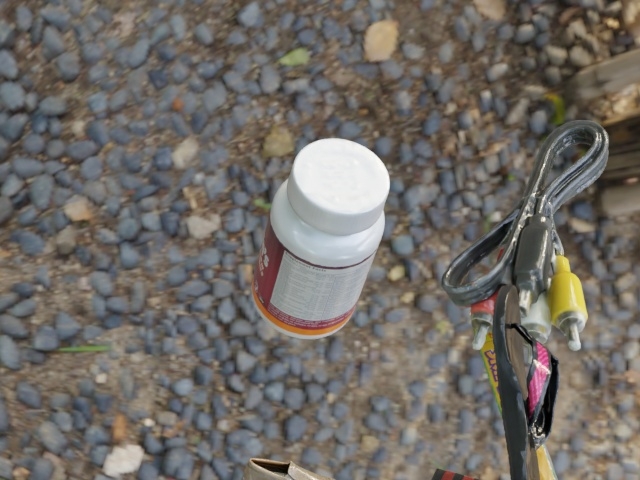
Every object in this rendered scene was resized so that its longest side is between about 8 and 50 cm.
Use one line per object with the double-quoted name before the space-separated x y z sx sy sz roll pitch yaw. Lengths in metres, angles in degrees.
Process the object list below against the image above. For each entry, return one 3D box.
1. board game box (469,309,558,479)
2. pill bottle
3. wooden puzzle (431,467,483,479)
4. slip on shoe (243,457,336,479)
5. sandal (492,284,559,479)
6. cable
"board game box" 0.198 0.195 1.213 0.039 0.124 0.259 -21 57 5
"pill bottle" 0.000 0.000 1.345 0.121 0.221 0.121 7 52 -9
"wooden puzzle" 0.083 0.176 0.824 0.006 0.083 0.049 37 72 -28
"slip on shoe" -0.041 0.333 1.781 0.135 0.051 0.041 9 113 3
"sandal" 0.152 0.114 0.899 0.067 0.040 0.179 52 30 -52
"cable" 0.210 -0.004 1.254 0.287 0.139 0.072 -67 147 -41
